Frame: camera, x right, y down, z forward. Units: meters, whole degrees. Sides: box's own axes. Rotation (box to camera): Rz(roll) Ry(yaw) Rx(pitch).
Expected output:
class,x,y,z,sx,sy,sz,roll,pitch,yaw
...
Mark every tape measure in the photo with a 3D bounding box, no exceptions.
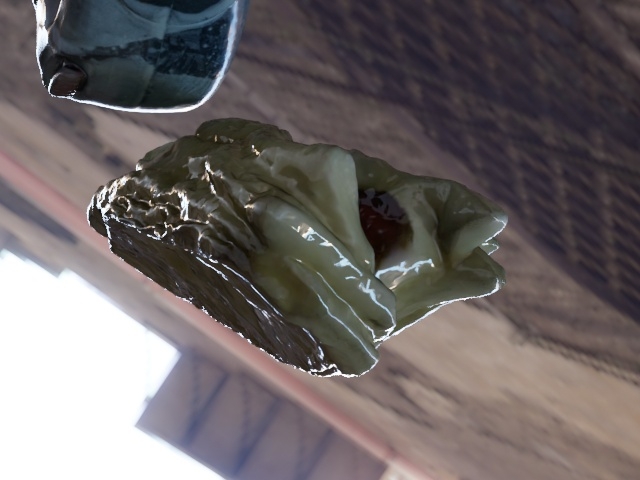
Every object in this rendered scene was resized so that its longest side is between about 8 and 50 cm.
class,x,y,z,sx,sy,sz,roll,pitch,yaw
tape measure,-0.133,-0.230,1.465,0.275,0.147,0.256,119,-27,-52

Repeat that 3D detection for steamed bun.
class,x,y,z,sx,sy,sz,roll,pitch,yaw
steamed bun,0.000,0.000,1.435,0.189,0.247,0.428,-45,-166,-12
